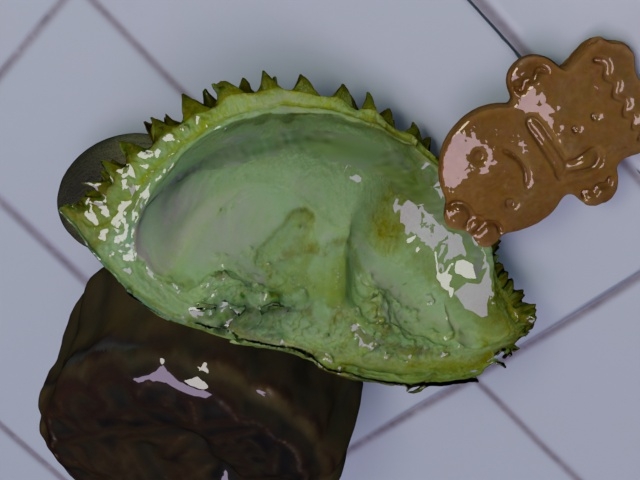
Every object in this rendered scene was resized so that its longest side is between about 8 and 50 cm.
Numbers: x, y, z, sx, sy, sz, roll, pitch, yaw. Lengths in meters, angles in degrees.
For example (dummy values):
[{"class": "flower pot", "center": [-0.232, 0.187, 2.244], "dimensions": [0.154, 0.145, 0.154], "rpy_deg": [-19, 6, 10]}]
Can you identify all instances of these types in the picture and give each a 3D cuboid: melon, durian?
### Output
[{"class": "melon", "center": [-0.174, -0.042, 1.034], "dimensions": [0.131, 0.098, 0.098], "rpy_deg": [-26, 110, 30]}, {"class": "durian", "center": [0.005, -0.007, 0.928], "dimensions": [0.394, 0.198, 0.163], "rpy_deg": [24, 134, -13]}]

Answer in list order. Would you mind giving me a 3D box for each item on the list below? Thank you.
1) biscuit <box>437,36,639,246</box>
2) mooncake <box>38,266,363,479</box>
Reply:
[{"class": "biscuit", "center": [0.171, -0.077, 0.896], "dimensions": [0.184, 0.027, 0.133], "rpy_deg": [-21, 112, 5]}, {"class": "mooncake", "center": [-0.106, 0.143, 1.065], "dimensions": [0.290, 0.161, 0.290], "rpy_deg": [9, 137, 8]}]
